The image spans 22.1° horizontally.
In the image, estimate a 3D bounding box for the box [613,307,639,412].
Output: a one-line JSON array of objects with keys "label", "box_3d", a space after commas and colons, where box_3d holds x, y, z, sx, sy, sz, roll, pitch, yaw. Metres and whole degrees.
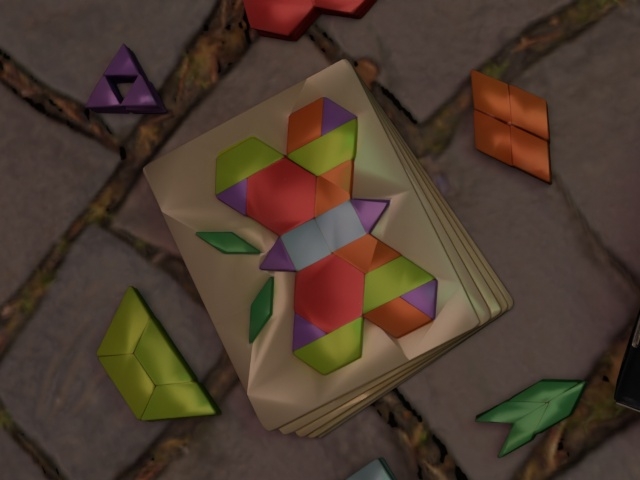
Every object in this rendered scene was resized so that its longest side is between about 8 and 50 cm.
[{"label": "box", "box_3d": [0.275, 0.032, 0.808, 0.220, 0.051, 0.175, 18, 109, 13]}]

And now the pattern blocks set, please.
[{"label": "pattern blocks set", "box_3d": [0.000, 0.000, 0.907, 0.285, 0.026, 0.325, -43, 78, 4]}]
